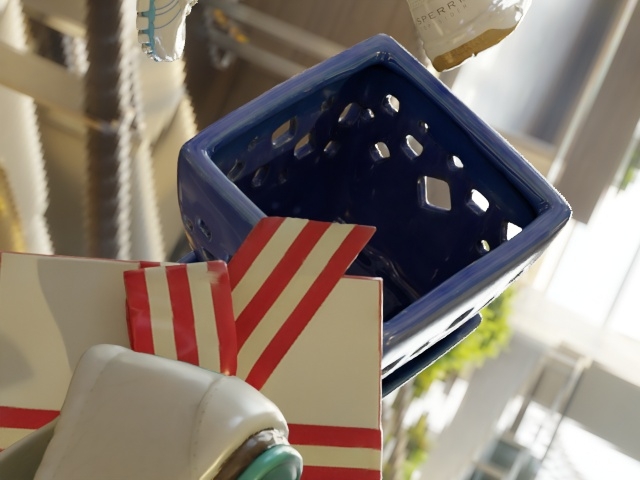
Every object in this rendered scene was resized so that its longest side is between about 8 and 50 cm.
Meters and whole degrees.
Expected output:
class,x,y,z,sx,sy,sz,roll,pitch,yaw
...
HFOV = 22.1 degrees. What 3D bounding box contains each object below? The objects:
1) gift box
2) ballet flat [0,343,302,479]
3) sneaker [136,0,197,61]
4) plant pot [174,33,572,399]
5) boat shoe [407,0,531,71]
class,x,y,z,sx,sy,sz,roll,pitch,yaw
gift box,-0.076,0.131,0.976,0.258,0.276,0.255,136,-48,-72
ballet flat,-0.166,0.217,0.744,0.400,0.139,0.139,-54,164,-10
sneaker,-0.099,-0.209,1.239,0.190,0.083,0.071,95,-3,-48
plant pot,0.025,0.009,1.358,0.236,0.236,0.212,-33,159,-33
boat shoe,0.124,-0.225,1.318,0.098,0.096,0.277,-28,-166,21
